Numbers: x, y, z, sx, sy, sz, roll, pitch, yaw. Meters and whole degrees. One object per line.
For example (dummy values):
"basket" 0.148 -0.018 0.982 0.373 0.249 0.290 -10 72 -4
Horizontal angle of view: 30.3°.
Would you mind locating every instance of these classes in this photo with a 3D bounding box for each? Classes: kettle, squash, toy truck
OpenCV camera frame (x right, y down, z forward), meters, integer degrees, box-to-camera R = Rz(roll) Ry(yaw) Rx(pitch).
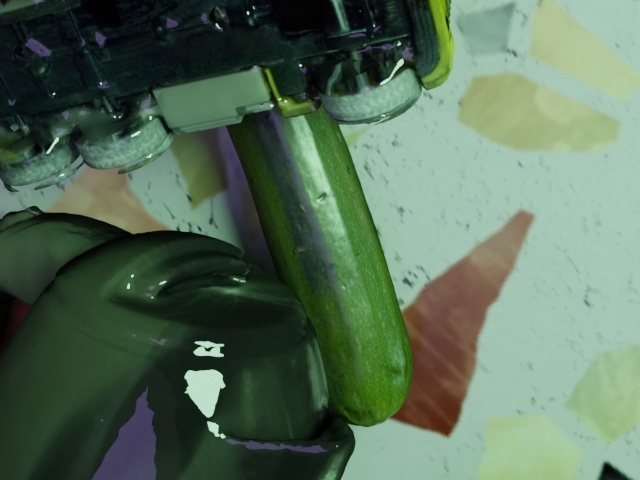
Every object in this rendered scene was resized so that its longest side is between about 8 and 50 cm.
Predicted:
"kettle" -0.126 0.138 0.674 0.321 0.228 0.324 26 110 38
"squash" 0.000 0.000 0.677 0.066 0.066 0.229 -17 100 14
"toy truck" -0.067 -0.127 0.597 0.272 0.157 0.124 -9 124 20
